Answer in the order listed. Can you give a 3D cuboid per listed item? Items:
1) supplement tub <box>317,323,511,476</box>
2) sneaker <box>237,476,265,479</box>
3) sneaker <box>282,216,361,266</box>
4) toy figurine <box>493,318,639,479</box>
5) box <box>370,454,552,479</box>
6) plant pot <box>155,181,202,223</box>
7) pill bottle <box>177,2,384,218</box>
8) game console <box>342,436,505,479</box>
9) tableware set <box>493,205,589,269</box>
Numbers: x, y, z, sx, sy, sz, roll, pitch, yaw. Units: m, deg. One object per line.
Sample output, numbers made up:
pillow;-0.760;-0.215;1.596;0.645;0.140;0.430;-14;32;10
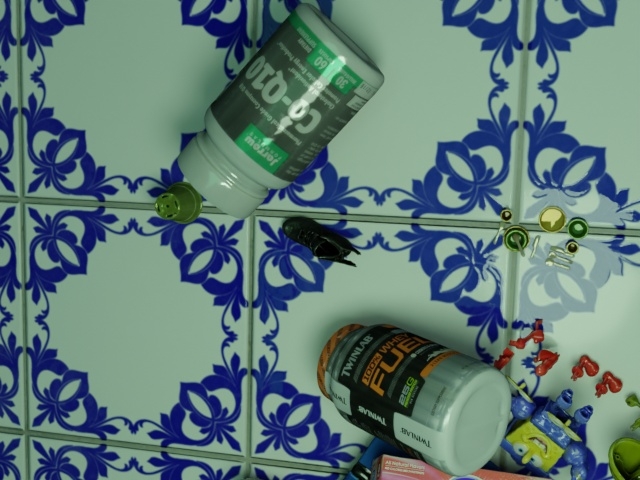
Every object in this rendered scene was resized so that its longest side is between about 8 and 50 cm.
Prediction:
supplement tub;0.153;0.261;1.556;0.316;0.193;0.194;18;103;44
sneaker;-0.053;0.539;1.707;0.281;0.115;0.105;21;71;18
sneaker;-0.001;0.002;1.665;0.170;0.089;0.051;22;102;10
toy figurine;0.433;0.348;1.606;0.362;0.191;0.217;39;133;9
box;0.236;0.470;1.562;0.299;0.142;0.154;9;72;-2
plant pot;-0.280;-0.069;1.731;0.083;0.079;0.083;2;99;13
pill bottle;-0.075;-0.222;1.595;0.204;0.204;0.361;45;105;5
game console;0.194;0.496;1.716;0.293;0.173;0.250;37;73;6
tableware set;0.392;-0.014;1.599;0.154;0.024;0.104;21;102;11
